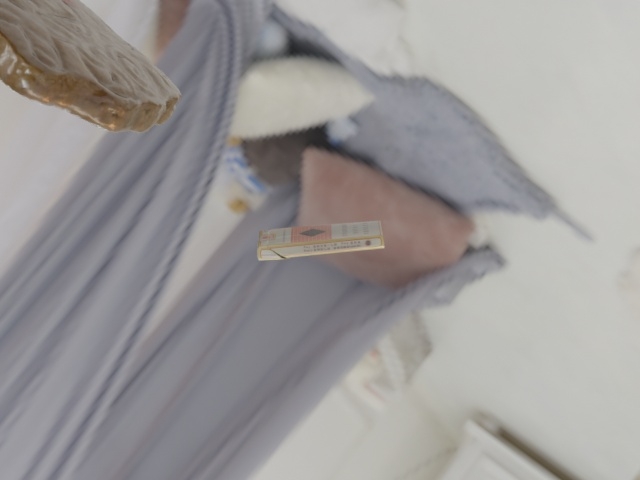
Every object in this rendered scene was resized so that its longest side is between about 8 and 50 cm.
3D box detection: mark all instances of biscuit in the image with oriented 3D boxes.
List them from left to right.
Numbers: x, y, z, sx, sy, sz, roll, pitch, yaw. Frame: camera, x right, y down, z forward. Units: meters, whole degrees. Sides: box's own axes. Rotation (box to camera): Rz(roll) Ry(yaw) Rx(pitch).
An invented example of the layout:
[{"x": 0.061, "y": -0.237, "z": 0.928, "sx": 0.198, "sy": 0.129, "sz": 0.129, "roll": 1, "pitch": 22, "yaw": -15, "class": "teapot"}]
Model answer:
[{"x": -0.238, "y": -0.179, "z": 1.293, "sx": 0.257, "sy": 0.049, "sz": 0.273, "roll": 40, "pitch": -165, "yaw": 13, "class": "biscuit"}]

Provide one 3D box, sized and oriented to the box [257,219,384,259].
[{"x": 0.000, "y": 0.000, "z": 1.053, "sx": 0.046, "sy": 0.083, "sz": 0.012, "roll": -91, "pitch": -5, "yaw": -75, "class": "box"}]
